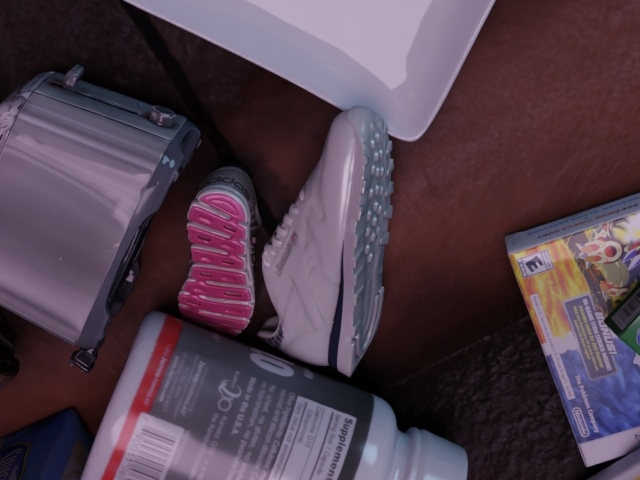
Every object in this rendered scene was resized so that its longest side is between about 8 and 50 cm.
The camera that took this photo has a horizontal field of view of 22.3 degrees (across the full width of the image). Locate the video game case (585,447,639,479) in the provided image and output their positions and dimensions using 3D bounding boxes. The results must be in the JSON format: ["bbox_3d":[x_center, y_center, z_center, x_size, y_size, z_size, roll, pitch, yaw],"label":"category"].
[{"bbox_3d":[0.333,0.232,1.313,0.206,0.026,0.227,34,141,-9],"label":"video game case"}]

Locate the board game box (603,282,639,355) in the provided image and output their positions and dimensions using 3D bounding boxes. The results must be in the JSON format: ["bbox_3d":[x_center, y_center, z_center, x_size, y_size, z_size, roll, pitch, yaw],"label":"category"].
[{"bbox_3d":[0.404,0.016,1.245,0.213,0.046,0.317,39,99,-14],"label":"board game box"}]

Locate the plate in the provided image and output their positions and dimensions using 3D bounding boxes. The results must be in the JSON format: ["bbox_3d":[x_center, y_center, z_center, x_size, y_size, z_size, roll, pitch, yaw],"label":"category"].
[{"bbox_3d":[0.014,-0.252,1.207,0.277,0.045,0.278,26,110,-5],"label":"plate"}]

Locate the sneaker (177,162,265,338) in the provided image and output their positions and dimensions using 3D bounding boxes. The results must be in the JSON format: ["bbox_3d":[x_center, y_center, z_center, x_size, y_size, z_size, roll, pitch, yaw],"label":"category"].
[{"bbox_3d":[-0.075,0.006,1.301,0.063,0.075,0.170,11,134,7],"label":"sneaker"}]

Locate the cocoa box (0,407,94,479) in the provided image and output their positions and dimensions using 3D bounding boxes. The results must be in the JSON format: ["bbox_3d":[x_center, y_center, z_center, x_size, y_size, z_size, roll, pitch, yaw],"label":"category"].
[{"bbox_3d":[-0.234,0.364,1.351,0.228,0.231,0.347,-26,106,11],"label":"cocoa box"}]

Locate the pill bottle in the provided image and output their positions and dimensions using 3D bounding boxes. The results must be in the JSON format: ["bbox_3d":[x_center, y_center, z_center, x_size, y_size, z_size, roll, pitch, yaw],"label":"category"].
[{"bbox_3d":[-0.037,0.178,1.307,0.283,0.161,0.161,22,110,-5],"label":"pill bottle"}]

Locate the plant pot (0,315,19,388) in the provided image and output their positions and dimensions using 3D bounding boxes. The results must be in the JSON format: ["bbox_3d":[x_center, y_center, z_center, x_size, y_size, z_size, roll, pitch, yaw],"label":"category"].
[{"bbox_3d":[-0.344,0.106,1.312,0.165,0.167,0.167,-35,104,6],"label":"plant pot"}]

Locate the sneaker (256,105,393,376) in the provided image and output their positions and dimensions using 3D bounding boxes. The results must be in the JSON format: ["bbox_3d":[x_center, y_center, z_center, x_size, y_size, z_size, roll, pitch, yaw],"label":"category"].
[{"bbox_3d":[0.000,0.000,1.270,0.095,0.090,0.235,18,122,18],"label":"sneaker"}]

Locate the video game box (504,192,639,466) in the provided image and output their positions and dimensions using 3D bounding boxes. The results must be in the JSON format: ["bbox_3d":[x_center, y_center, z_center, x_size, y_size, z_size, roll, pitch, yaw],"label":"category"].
[{"bbox_3d":[0.269,0.063,1.305,0.187,0.048,0.205,-20,108,8],"label":"video game box"}]

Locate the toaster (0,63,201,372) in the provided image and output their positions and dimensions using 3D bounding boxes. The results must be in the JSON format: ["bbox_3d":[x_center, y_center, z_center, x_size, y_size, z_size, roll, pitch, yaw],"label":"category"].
[{"bbox_3d":[-0.201,-0.022,1.266,0.146,0.129,0.227,26,112,-1],"label":"toaster"}]
